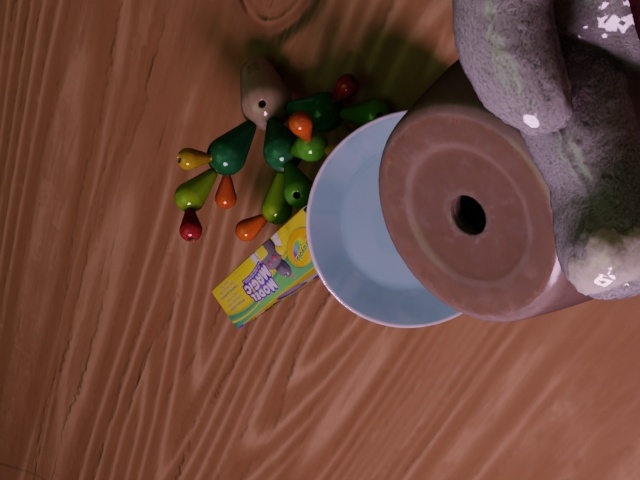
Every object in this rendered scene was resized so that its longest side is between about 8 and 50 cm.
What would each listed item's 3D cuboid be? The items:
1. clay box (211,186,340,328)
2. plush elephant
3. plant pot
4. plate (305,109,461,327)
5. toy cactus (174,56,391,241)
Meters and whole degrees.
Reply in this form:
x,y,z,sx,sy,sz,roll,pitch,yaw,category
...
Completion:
x,y,z,sx,sy,sz,roll,pitch,yaw,category
0.000,0.000,1.024,0.053,0.127,0.222,56,141,4,clay box
0.183,-0.188,0.527,0.330,0.271,0.255,58,166,12,plush elephant
0.163,-0.057,0.741,0.263,0.229,0.263,26,130,36,plant pot
0.079,-0.019,0.916,0.024,0.188,0.188,-127,19,-75,plate
-0.049,-0.103,1.007,0.219,0.112,0.181,-31,51,16,toy cactus
